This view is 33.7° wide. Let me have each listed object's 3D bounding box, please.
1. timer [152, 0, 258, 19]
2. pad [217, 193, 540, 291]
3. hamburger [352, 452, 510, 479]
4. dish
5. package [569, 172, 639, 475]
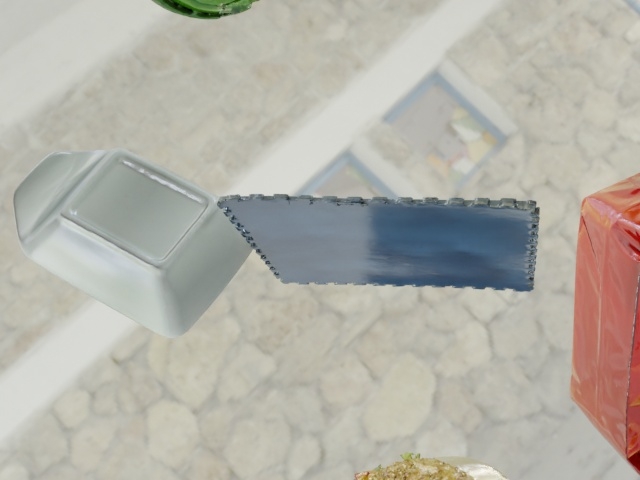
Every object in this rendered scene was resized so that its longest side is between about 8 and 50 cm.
[{"bbox_3d":[-0.035,-0.168,0.484,0.140,0.047,0.128,-21,-44,8],"label":"timer"},{"bbox_3d":[0.064,0.006,0.965,0.269,0.269,0.012,64,-151,-71],"label":"pad"},{"bbox_3d":[0.156,0.426,1.417,0.179,0.276,0.294,-5,-1,-43],"label":"hamburger"},{"bbox_3d":[-0.187,-0.024,0.999,0.154,0.234,0.064,-54,-21,-27],"label":"dish"},{"bbox_3d":[0.434,0.126,1.433,0.196,0.123,0.423,-116,24,-69],"label":"package"}]
